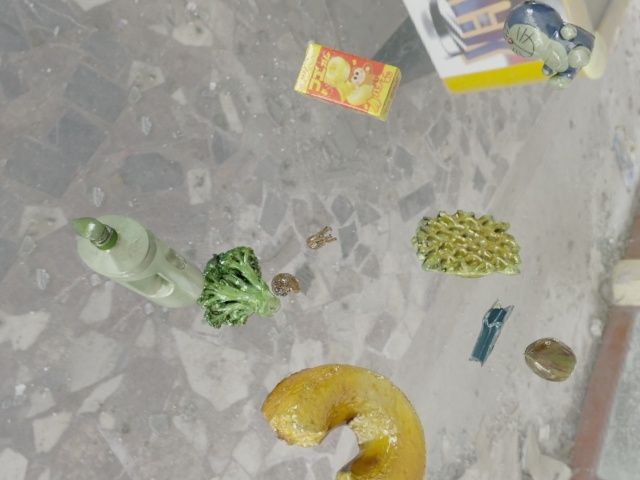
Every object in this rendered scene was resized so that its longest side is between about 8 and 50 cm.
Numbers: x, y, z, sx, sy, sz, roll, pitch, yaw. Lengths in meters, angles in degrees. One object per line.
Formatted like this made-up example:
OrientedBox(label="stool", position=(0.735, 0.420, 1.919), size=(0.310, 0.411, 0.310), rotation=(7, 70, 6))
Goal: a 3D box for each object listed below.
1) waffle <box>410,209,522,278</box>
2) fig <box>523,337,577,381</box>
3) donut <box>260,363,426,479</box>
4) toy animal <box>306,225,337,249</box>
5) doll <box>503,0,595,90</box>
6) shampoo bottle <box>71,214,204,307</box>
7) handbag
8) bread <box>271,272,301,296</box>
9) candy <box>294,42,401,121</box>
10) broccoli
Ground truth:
OrientedBox(label="waffle", position=(0.305, 0.008, 1.020), size=(0.204, 0.223, 0.054), rotation=(-79, 168, -49))
OrientedBox(label="fig", position=(0.553, 0.289, 1.173), size=(0.154, 0.109, 0.103), rotation=(12, 94, -37))
OrientedBox(label="donut", position=(0.089, 0.486, 1.199), size=(0.377, 0.163, 0.435), rotation=(-29, 77, -39))
OrientedBox(label="toy animal", position=(0.000, 0.000, 1.592), size=(0.057, 0.099, 0.241), rotation=(58, 7, 2))
OrientedBox(label="doll", position=(0.625, -0.555, 1.326), size=(0.154, 0.258, 0.228), rotation=(-56, 166, 0))
OrientedBox(label="shampoo bottle", position=(-0.265, 0.027, 0.694), size=(0.234, 0.118, 0.087), rotation=(66, 45, -66))
OrientedBox(label="handbag", position=(0.558, 0.302, 1.564), size=(0.229, 0.062, 0.179), rotation=(-19, 127, -56))
OrientedBox(label="bread", position=(-0.128, 0.155, 1.662), size=(0.082, 0.113, 0.060), rotation=(60, 42, -18))
OrientedBox(label="candy", position=(0.077, -0.450, 1.364), size=(0.088, 0.276, 0.146), rotation=(-9, 118, -73))
OrientedBox(label="broccoli", position=(-0.241, 0.169, 1.463), size=(0.269, 0.269, 0.254), rotation=(51, 62, -28))
